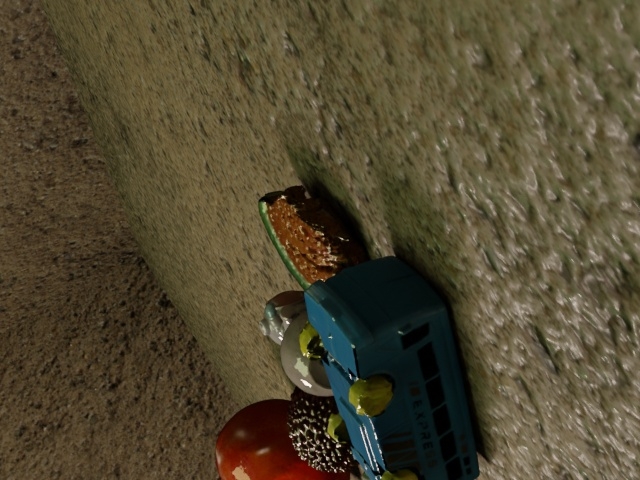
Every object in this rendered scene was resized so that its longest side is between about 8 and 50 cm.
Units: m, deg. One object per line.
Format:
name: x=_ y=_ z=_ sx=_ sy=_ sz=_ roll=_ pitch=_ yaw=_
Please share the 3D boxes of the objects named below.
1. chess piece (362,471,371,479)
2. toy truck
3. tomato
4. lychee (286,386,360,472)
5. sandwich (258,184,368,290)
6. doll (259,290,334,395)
chess piece: x=0.121 y=0.439 z=1.862 sx=0.139 sy=0.139 sz=0.272 roll=-173 pitch=65 yaw=-73
toy truck: x=0.093 y=0.197 z=1.326 sx=0.161 sy=0.162 sz=0.385 roll=44 pitch=158 yaw=47
tomato: x=-0.092 y=0.539 z=2.408 sx=0.325 sy=0.289 sz=0.293 roll=61 pitch=168 yaw=-15
lychee: x=0.027 y=0.305 z=1.725 sx=0.188 sy=0.188 sz=0.188 roll=54 pitch=165 yaw=21
sandwich: x=0.000 y=0.000 z=1.441 sx=0.235 sy=0.079 sz=0.159 roll=43 pitch=149 yaw=38
doll: x=-0.019 y=0.156 z=1.694 sx=0.151 sy=0.151 sz=0.287 roll=65 pitch=169 yaw=-21
